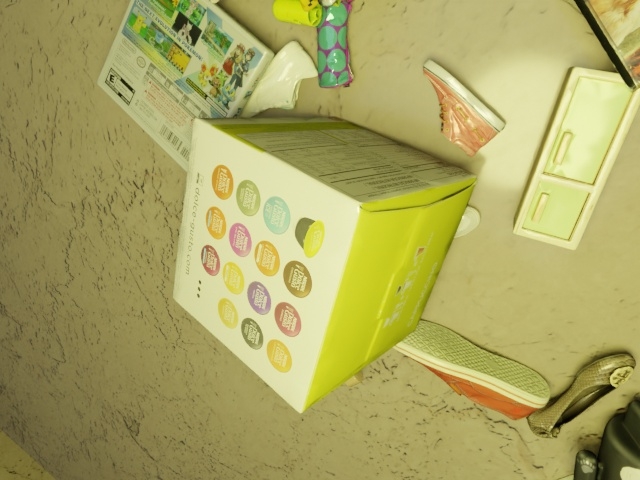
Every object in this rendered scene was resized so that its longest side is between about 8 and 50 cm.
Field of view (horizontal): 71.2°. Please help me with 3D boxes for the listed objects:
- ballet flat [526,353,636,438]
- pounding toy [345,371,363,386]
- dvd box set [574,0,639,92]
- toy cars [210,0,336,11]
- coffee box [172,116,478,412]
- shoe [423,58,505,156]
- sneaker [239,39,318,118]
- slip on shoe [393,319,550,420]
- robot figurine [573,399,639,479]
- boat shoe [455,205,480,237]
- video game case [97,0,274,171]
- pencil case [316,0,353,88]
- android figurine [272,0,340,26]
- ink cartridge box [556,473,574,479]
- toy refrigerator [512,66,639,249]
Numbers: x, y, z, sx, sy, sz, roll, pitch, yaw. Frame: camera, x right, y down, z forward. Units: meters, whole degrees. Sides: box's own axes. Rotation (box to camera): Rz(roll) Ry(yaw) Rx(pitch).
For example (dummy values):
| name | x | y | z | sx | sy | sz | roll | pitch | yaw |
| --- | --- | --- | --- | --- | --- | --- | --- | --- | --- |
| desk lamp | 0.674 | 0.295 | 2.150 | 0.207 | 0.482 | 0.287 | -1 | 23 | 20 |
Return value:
| name | x | y | z | sx | sy | sz | roll | pitch | yaw |
| --- | --- | --- | --- | --- | --- | --- | --- | --- | --- |
| ballet flat | 0.491 | 0.301 | 0.844 | 0.084 | 0.058 | 0.249 | 23 | 123 | -19 |
| pounding toy | 0.045 | 0.211 | 0.956 | 0.094 | 0.181 | 0.206 | -33 | 93 | 30 |
| dvd box set | 0.507 | -0.426 | 0.513 | 0.421 | 0.062 | 0.307 | -30 | 89 | 27 |
| toy cars | -0.066 | -0.472 | 0.710 | 0.394 | 0.087 | 0.176 | 20 | 99 | 28 |
| coffee box | 0.000 | 0.000 | 0.764 | 0.334 | 0.338 | 0.337 | 32 | 121 | 31 |
| shoe | 0.229 | -0.229 | 0.781 | 0.178 | 0.063 | 0.081 | 42 | 115 | 0 |
| sneaker | -0.096 | -0.293 | 0.903 | 0.212 | 0.080 | 0.094 | -36 | 103 | 29 |
| slip on shoe | 0.283 | 0.264 | 0.910 | 0.331 | 0.123 | 0.101 | 24 | 120 | 10 |
| robot figurine | 0.589 | 0.425 | 0.798 | 0.209 | 0.174 | 0.278 | 18 | 117 | 44 |
| boat shoe | 0.210 | -0.026 | 0.863 | 0.184 | 0.063 | 0.066 | -4 | 106 | 26 |
| video game case | -0.287 | -0.343 | 0.901 | 0.329 | 0.036 | 0.300 | 44 | 115 | 11 |
| pencil case | 0.028 | -0.360 | 0.824 | 0.070 | 0.064 | 0.151 | 5 | 110 | 24 |
| android figurine | -0.019 | -0.500 | 0.764 | 0.273 | 0.056 | 0.248 | 23 | 101 | 29 |
| ink cartridge box | 0.544 | 0.615 | 0.929 | 0.212 | 0.093 | 0.154 | 47 | 119 | 1 |
| toy refrigerator | 0.406 | -0.130 | 0.720 | 0.102 | 0.094 | 0.269 | 19 | 115 | 17 |
